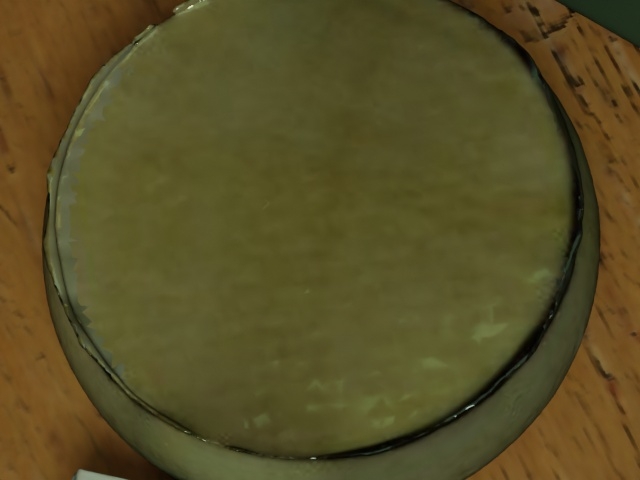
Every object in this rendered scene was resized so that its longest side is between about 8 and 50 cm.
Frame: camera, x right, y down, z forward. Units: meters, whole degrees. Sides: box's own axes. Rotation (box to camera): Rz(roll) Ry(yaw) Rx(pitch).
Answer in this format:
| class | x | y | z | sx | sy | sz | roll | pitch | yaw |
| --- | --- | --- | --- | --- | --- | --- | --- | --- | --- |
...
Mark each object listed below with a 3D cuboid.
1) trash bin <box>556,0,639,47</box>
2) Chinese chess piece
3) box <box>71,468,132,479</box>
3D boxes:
| class | x | y | z | sx | sy | sz | roll | pitch | yaw |
| --- | --- | --- | --- | --- | --- | --- | --- | --- | --- |
| trash bin | 0.271 | -0.138 | 0.827 | 0.343 | 0.223 | 0.158 | 33 | 74 | 15 |
| Chinese chess piece | 0.000 | 0.000 | 0.852 | 0.257 | 0.104 | 0.257 | -1 | 67 | 3 |
| box | -0.061 | 0.209 | 0.787 | 0.139 | 0.073 | 0.194 | 11 | 69 | 9 |
